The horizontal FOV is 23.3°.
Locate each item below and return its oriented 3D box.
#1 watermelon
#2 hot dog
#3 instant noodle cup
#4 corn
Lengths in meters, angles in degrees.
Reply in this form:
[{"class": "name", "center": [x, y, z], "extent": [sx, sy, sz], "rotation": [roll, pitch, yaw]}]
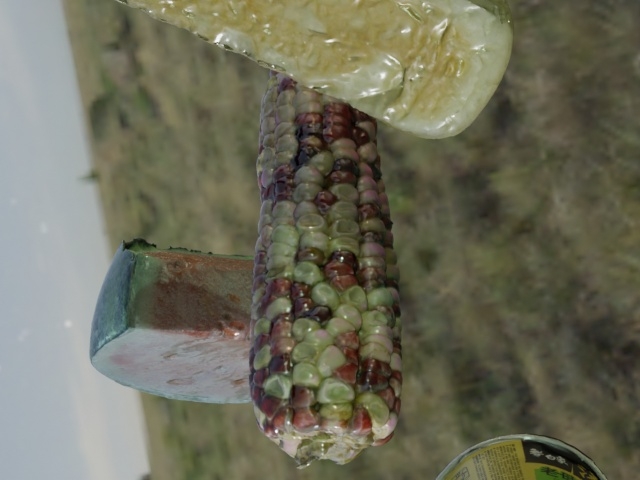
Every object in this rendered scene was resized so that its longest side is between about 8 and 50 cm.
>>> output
[{"class": "watermelon", "center": [-0.095, 0.058, 1.483], "extent": [0.318, 0.226, 0.148], "rotation": [38, -132, -65]}, {"class": "hot dog", "center": [-0.021, -0.132, 0.753], "extent": [0.073, 0.242, 0.084], "rotation": [-56, -12, -62]}, {"class": "instant noodle cup", "center": [0.139, 0.220, 1.051], "extent": [0.122, 0.151, 0.151], "rotation": [-66, -33, -79]}, {"class": "corn", "center": [0.000, 0.000, 0.935], "extent": [0.092, 0.092, 0.281], "rotation": [95, 174, -66]}]
